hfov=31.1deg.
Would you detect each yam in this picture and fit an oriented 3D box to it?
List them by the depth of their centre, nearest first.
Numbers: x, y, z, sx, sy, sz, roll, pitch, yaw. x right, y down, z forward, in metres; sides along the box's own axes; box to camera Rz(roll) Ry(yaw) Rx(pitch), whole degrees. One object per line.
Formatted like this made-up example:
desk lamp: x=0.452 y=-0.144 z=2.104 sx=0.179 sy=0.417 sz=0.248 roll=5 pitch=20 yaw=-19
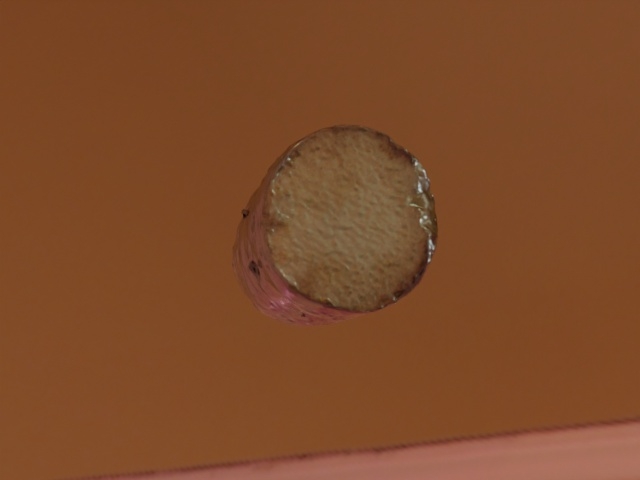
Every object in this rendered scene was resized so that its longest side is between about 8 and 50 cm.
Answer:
yam: x=0.000 y=0.000 z=0.718 sx=0.107 sy=0.107 sz=0.194 roll=38 pitch=-13 yaw=-3
